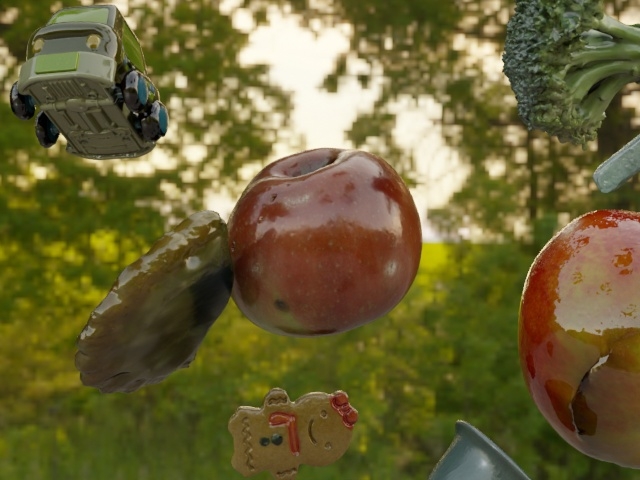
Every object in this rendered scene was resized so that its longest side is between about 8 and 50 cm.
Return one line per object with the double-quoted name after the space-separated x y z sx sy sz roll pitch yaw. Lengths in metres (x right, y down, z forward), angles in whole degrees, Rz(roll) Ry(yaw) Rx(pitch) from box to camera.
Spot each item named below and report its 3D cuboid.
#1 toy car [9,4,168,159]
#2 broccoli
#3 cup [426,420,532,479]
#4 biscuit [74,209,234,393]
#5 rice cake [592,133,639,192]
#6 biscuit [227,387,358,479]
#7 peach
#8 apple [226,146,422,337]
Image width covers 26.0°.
-0.332 -0.250 2.056 0.204 0.198 0.248 -3 -27 14 "toy car"
0.492 -0.282 2.298 0.397 0.275 0.353 5 4 -11 "broccoli"
0.209 0.369 1.909 0.150 0.199 0.199 -43 10 -9 "cup"
-0.236 0.117 2.162 0.078 0.329 0.335 41 -6 23 "biscuit"
0.379 -0.121 1.496 0.207 0.033 0.033 -40 -3 28 "rice cake"
-0.044 0.330 2.357 0.225 0.166 0.036 -6 6 -11 "biscuit"
0.445 0.135 1.996 0.370 0.370 0.370 1 0 0 "peach"
0.000 0.000 2.286 0.348 0.277 0.348 -13 19 4 "apple"
